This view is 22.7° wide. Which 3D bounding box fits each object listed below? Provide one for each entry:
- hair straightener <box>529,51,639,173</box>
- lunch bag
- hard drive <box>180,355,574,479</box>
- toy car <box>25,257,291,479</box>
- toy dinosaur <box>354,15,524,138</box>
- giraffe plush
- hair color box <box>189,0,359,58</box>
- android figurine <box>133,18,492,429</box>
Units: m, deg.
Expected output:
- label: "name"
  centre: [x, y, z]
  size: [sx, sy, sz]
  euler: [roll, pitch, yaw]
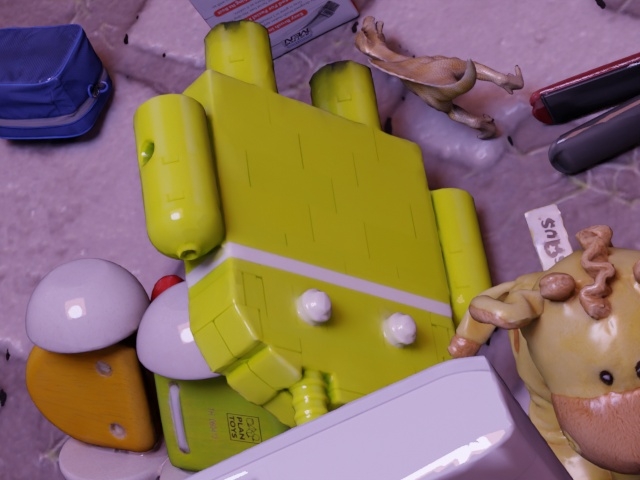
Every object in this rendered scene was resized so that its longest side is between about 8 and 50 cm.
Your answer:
- label: "hair straightener"
  centre: [0.248, -0.086, 0.972]
  size: [0.230, 0.047, 0.089]
  euler: [-17, 59, 9]
- label: "lunch bag"
  centre: [-0.199, -0.112, 1.159]
  size: [0.098, 0.065, 0.067]
  euler: [2, 49, 25]
- label: "hard drive"
  centre: [0.024, 0.179, 0.735]
  size: [0.233, 0.353, 0.047]
  euler: [-26, 56, 9]
- label: "toy car"
  centre: [-0.084, 0.080, 0.978]
  size: [0.182, 0.159, 0.136]
  euler: [9, 31, 27]
- label: "toy dinosaur"
  centre: [0.077, -0.098, 1.009]
  size: [0.183, 0.093, 0.053]
  euler: [38, 112, 63]
- label: "giraffe plush"
  centre: [0.159, 0.060, 0.816]
  size: [0.181, 0.170, 0.210]
  euler: [-35, 78, 1]
- label: "hair color box"
  centre: [-0.049, -0.191, 1.073]
  size: [0.093, 0.167, 0.053]
  euler: [-27, 58, 9]
- label: "android figurine"
  centre: [0.000, 0.000, 0.923]
  size: [0.056, 0.248, 0.272]
  euler: [-39, 46, 38]
